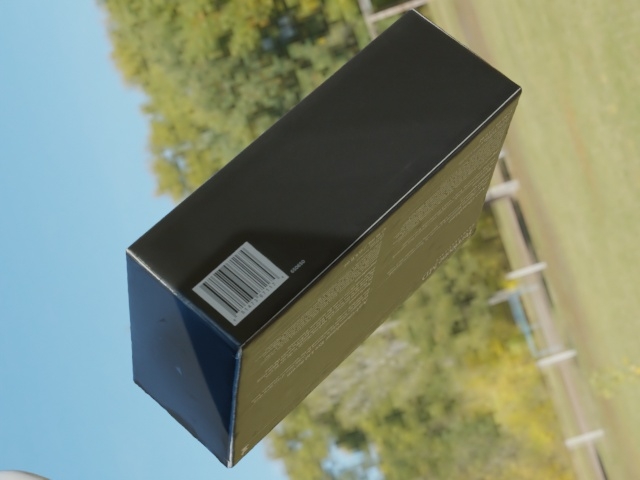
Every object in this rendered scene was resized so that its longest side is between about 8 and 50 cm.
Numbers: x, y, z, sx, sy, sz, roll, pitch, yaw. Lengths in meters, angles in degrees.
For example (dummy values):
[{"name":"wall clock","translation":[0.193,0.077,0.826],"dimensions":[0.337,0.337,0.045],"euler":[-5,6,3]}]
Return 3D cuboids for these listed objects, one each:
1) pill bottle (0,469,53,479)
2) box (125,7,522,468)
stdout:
[{"name":"pill bottle","translation":[-0.267,0.341,1.045],"dimensions":[0.334,0.188,0.188],"euler":[-54,-46,-38]},{"name":"box","translation":[0.000,0.000,0.967],"dimensions":[0.103,0.261,0.184],"euler":[39,153,19]}]
